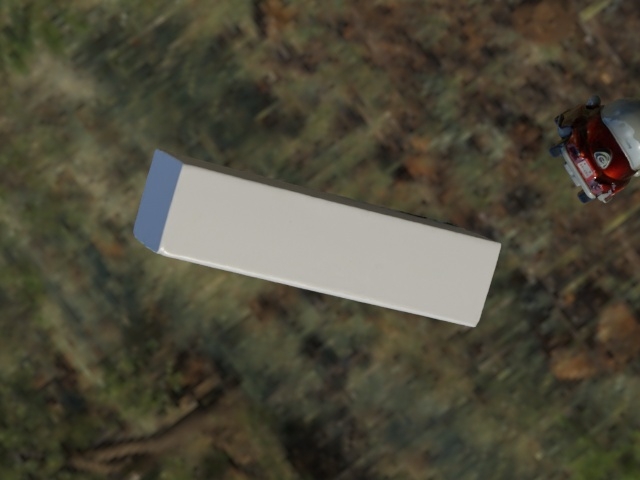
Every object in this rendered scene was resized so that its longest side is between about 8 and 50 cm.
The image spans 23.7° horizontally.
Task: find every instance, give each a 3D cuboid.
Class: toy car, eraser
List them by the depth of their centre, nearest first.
[{"bbox_3d":[0.001,-0.001,1.265,0.298,0.078,0.076,14,-173,-26],"label":"eraser"},{"bbox_3d":[0.324,-0.108,1.679,0.112,0.112,0.139,58,-154,-7],"label":"toy car"}]
